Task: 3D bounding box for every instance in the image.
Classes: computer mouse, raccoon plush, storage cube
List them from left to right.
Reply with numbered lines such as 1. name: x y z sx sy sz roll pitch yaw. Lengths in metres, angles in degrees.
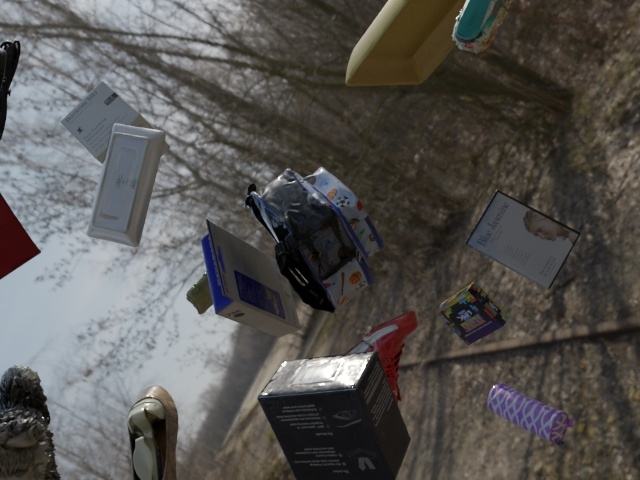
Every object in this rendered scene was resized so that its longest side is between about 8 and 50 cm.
1. storage cube: -0.742 0.018 1.420 0.215 0.183 0.193 -18 19 38
2. computer mouse: -0.511 -0.211 1.008 0.262 0.060 0.184 -126 51 -70
3. raccoon plush: -0.536 0.286 1.094 0.446 0.216 0.299 51 140 45

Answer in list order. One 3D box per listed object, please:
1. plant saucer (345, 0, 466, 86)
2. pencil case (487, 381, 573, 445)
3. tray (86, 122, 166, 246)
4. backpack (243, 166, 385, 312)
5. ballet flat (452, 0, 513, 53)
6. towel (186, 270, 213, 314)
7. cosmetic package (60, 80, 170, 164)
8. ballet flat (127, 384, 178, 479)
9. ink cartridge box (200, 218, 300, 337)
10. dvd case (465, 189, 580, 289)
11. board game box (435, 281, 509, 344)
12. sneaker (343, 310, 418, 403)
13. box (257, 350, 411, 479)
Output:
1. plant saucer: 0.239 -0.536 1.729 0.333 0.081 0.333 -13 -26 -44
2. pencil case: 0.514 0.421 1.692 0.088 0.206 0.086 -19 -63 -35
3. tray: -0.446 -0.129 1.547 0.030 0.145 0.270 22 -100 -72
4. backpack: 0.000 0.000 1.377 0.213 0.263 0.276 -27 35 -6
5. ballet flat: 0.310 -0.437 1.205 0.241 0.091 0.077 -58 -30 5
6. towel: -0.248 0.110 1.537 0.110 0.027 0.148 -50 -16 -16
7. cosmetic package: -0.507 -0.263 1.700 0.151 0.184 0.151 -47 -30 -6
8. ballet flat: -0.352 0.413 1.425 0.106 0.108 0.316 66 180 -45
9. ink cartridge box: -0.152 0.086 1.385 0.065 0.165 0.333 -23 -26 15
10. dvd case: 0.547 -0.005 1.856 0.180 0.253 0.022 -58 -14 -9
11. board game box: 0.427 0.210 1.942 0.048 0.141 0.170 -42 -4 -36
12. sneaker: 0.126 0.215 1.190 0.087 0.128 0.221 -21 -18 -32
13. box: 0.022 0.249 0.955 0.156 0.158 0.093 -11 20 29
